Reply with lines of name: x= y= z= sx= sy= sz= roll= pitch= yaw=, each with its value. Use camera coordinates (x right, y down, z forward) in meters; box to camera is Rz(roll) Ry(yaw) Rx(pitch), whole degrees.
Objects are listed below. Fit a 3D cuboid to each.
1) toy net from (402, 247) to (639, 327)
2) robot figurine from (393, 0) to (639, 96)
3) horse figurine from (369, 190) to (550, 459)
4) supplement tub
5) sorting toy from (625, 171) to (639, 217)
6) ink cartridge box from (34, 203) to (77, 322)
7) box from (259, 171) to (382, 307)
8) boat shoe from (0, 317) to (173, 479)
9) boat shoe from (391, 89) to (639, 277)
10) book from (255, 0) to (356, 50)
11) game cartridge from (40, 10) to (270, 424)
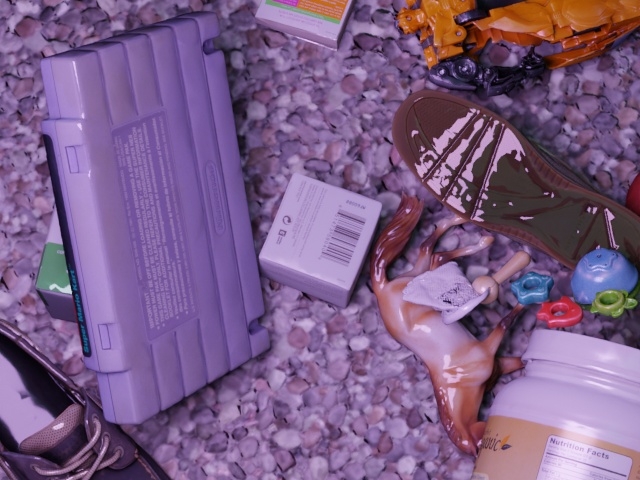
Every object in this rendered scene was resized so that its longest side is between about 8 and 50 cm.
toy net: x=0.196 y=0.060 z=1.790 sx=0.232 sy=0.045 sz=0.122 roll=-8 pitch=37 yaw=14
robot figurine: x=0.217 y=-0.262 z=1.945 sx=0.291 sy=0.085 sz=0.211 roll=-16 pitch=76 yaw=-5
horse figurine: x=0.136 y=0.080 z=1.868 sx=0.174 sy=0.066 sz=0.263 roll=-39 pitch=85 yaw=-12
supplement tub: x=0.249 y=0.262 z=1.729 sx=0.228 sy=0.228 sz=0.316 roll=17 pitch=81 yaw=3
sorting toy: x=0.465 y=0.042 z=1.852 sx=0.127 sy=0.126 sz=0.365 roll=-40 pitch=79 yaw=-10
ink cartridge box: x=-0.216 y=-0.026 z=1.844 sx=0.086 sy=0.153 sz=0.208 roll=11 pitch=77 yaw=2
box: x=0.000 y=0.000 z=1.874 sx=0.102 sy=0.087 sz=0.101 roll=20 pitch=76 yaw=5
boat shoe: x=-0.259 y=0.211 z=1.795 sx=0.355 sy=0.130 sz=0.132 roll=42 pitch=79 yaw=9
boat shoe: x=0.208 y=-0.052 z=1.888 sx=0.302 sy=0.098 sz=0.109 roll=31 pitch=95 yaw=5
book: x=-0.002 y=-0.289 z=1.976 sx=0.096 sy=0.035 sz=0.144 roll=19 pitch=76 yaw=7
game cartridge: x=-0.157 y=-0.025 z=1.751 sx=0.068 sy=0.230 sz=0.355 roll=4 pitch=109 yaw=39
